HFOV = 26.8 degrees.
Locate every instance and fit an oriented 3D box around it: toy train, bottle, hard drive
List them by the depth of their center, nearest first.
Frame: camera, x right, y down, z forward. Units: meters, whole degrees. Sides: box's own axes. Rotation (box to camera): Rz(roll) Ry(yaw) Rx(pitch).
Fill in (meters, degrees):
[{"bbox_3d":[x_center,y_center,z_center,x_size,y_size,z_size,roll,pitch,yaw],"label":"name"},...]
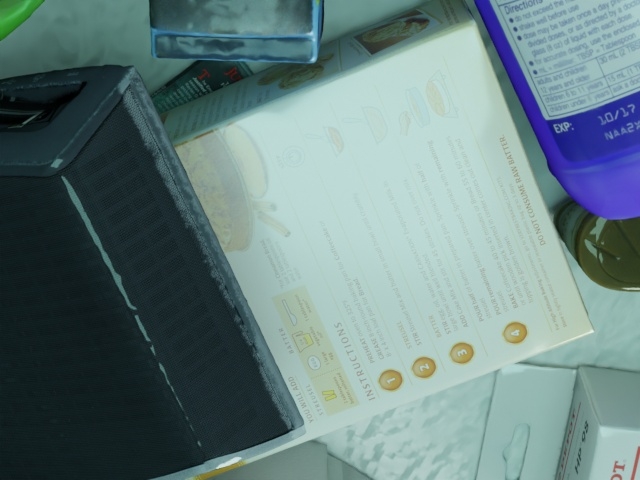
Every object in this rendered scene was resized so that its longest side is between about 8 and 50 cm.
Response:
[{"bbox_3d":[-0.028,-0.155,0.500,0.080,0.105,0.184,2,111,-1],"label":"toy train"},{"bbox_3d":[0.095,-0.150,0.509,0.118,0.092,0.283,-24,109,15],"label":"bottle"},{"bbox_3d":[-0.142,0.030,0.539,0.254,0.054,0.172,-8,115,37],"label":"hard drive"}]

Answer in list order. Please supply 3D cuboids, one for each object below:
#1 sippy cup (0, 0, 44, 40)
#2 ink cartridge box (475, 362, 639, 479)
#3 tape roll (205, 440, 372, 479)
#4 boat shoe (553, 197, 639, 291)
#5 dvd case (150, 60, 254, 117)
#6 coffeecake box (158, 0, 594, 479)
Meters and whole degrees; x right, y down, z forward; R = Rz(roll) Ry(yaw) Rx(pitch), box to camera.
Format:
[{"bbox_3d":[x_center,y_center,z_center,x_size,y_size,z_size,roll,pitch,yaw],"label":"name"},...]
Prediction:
[{"bbox_3d":[-0.201,-0.212,0.430,0.224,0.240,0.305,-37,146,2],"label":"sippy cup"},{"bbox_3d":[0.167,0.123,0.631,0.180,0.060,0.104,6,112,-2],"label":"ink cartridge box"},{"bbox_3d":[-0.051,0.234,0.618,0.246,0.169,0.246,0,112,1],"label":"tape roll"},{"bbox_3d":[0.182,0.000,0.597,0.153,0.048,0.056,1,107,-9],"label":"boat shoe"},{"bbox_3d":[-0.063,-0.021,0.602,0.119,0.013,0.087,-35,107,14],"label":"dvd case"},{"bbox_3d":[0.000,0.000,0.566,0.185,0.068,0.142,-22,109,7],"label":"coffeecake box"}]
